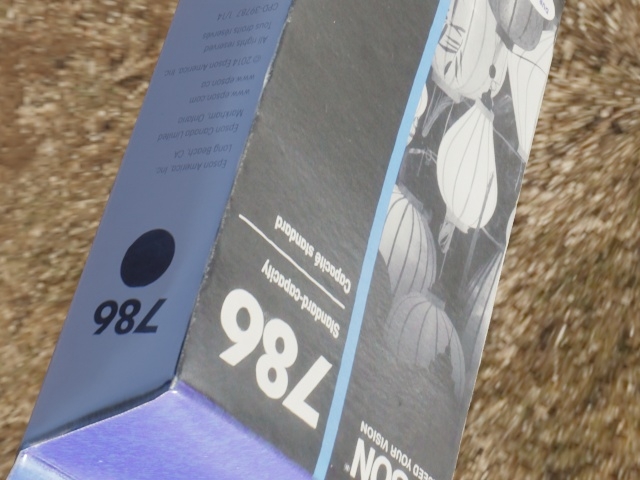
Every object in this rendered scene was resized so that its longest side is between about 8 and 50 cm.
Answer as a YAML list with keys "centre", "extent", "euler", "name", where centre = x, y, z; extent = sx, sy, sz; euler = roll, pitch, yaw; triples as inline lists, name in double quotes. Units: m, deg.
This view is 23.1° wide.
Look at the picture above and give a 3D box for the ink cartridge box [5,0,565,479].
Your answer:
- centre: [0.000, 0.000, 0.571]
  extent: [0.065, 0.165, 0.332]
  euler: [-3, 60, 36]
  name: "ink cartridge box"
